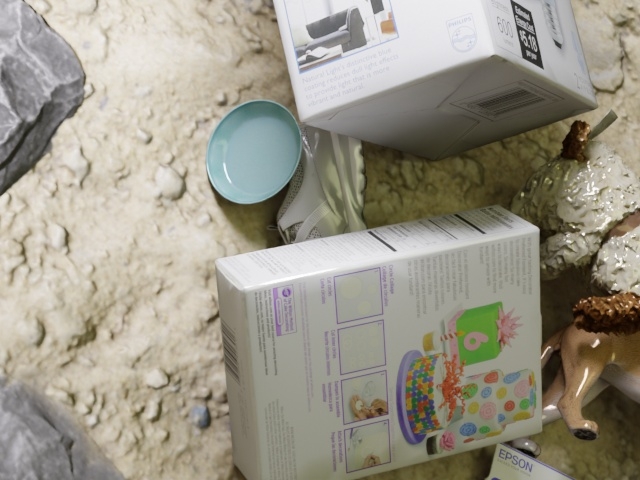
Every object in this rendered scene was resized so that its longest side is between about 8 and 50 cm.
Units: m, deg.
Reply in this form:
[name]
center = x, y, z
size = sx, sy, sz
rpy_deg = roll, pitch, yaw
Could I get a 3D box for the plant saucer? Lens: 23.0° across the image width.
[plant saucer]
center = -0.069, -0.095, 1.726
size = 0.021, 0.119, 0.119
rpy_deg = 28, 57, -61

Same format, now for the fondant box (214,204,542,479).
[fondant box]
center = 0.067, 0.113, 1.642
size = 0.330, 0.096, 0.238
rpy_deg = -11, 111, -18

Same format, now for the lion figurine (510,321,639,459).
[lion figurine]
center = 0.391, 0.153, 1.804
size = 0.392, 0.142, 0.240
rpy_deg = 13, 58, 8

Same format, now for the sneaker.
[sneaker]
center = 0.000, 0.000, 1.746
size = 0.115, 0.105, 0.281
rpy_deg = -5, 78, 4

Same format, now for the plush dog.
[plush dog]
center = 0.341, -0.005, 1.810
size = 0.262, 0.210, 0.225
rpy_deg = -31, 68, -32

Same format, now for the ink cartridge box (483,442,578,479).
[ink cartridge box]
center = 0.251, 0.361, 1.773
size = 0.206, 0.045, 0.208
rpy_deg = 28, 58, -18

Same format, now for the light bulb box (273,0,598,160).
[light bulb box]
center = 0.110, -0.303, 1.712
size = 0.358, 0.225, 0.361
rpy_deg = 8, 67, -63
